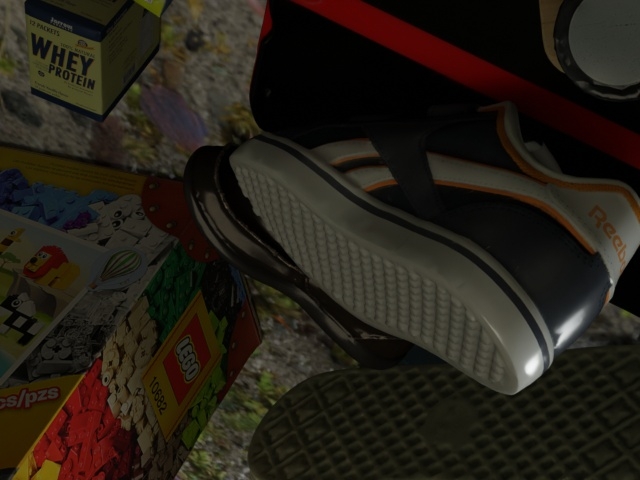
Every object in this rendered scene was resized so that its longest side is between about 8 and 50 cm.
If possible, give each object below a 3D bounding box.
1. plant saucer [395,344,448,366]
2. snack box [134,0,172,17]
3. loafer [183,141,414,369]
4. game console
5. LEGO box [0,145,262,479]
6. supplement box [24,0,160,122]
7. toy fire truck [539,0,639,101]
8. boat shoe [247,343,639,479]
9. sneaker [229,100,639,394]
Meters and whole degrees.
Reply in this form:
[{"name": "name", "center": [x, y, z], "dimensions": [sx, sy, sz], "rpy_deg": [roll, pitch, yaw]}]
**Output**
[{"name": "plant saucer", "center": [0.131, 0.135, 1.172], "dimensions": [0.192, 0.018, 0.067], "rpy_deg": [44, 142, -15]}, {"name": "snack box", "center": [-0.144, -0.253, 0.869], "dimensions": [0.207, 0.070, 0.174], "rpy_deg": [32, 144, -3]}, {"name": "loafer", "center": [0.000, 0.000, 1.069], "dimensions": [0.220, 0.080, 0.078], "rpy_deg": [39, 134, -19]}, {"name": "game console", "center": [0.148, -0.098, 0.865], "dimensions": [0.387, 0.060, 0.342], "rpy_deg": [27, 149, 7]}, {"name": "LEGO box", "center": [-0.359, 0.102, 1.184], "dimensions": [0.500, 0.372, 0.193], "rpy_deg": [12, 139, 24]}, {"name": "supplement box", "center": [-0.149, -0.141, 0.992], "dimensions": [0.056, 0.083, 0.083], "rpy_deg": [22, 142, 11]}, {"name": "toy fire truck", "center": [0.190, -0.190, 0.621], "dimensions": [0.217, 0.158, 0.246], "rpy_deg": [-4, 99, 21]}, {"name": "boat shoe", "center": [0.173, 0.183, 1.051], "dimensions": [0.500, 0.187, 0.156], "rpy_deg": [-4, 130, 38]}, {"name": "sneaker", "center": [0.066, -0.015, 0.897], "dimensions": [0.321, 0.127, 0.126], "rpy_deg": [30, 155, 55]}]
